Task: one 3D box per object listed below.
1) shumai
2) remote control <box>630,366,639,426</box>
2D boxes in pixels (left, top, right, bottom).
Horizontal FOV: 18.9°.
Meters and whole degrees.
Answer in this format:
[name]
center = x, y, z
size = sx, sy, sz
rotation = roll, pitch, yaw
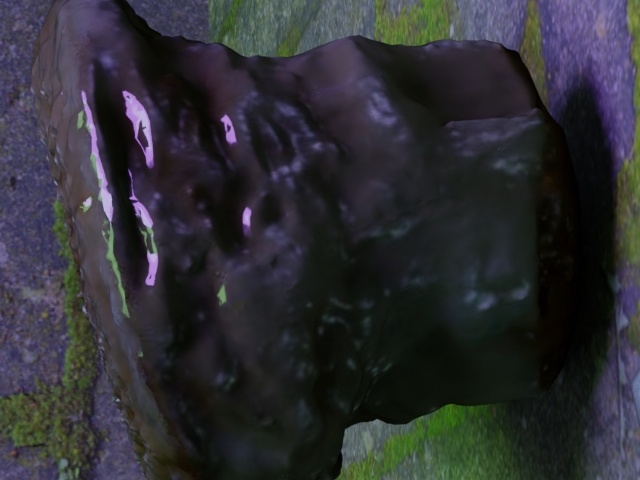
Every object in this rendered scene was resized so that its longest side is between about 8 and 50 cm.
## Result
[shumai]
center = 0.000, 0.000, 1.235
size = 0.324, 0.323, 0.397
rotation = 126, 127, -82
[remote control]
center = 0.201, 0.068, 1.064
size = 0.124, 0.018, 0.053
rotation = 108, 156, -52
